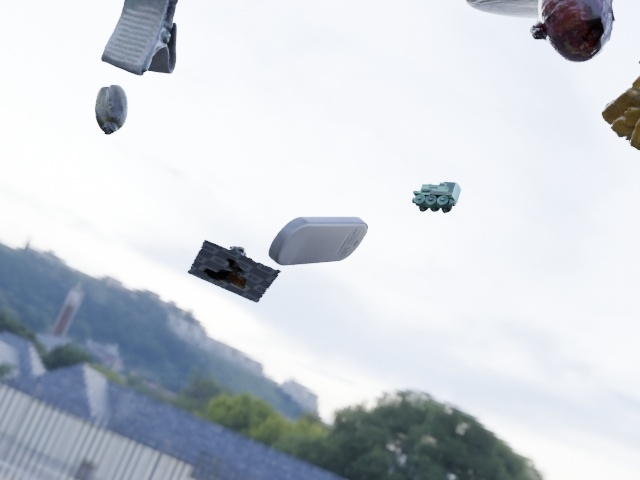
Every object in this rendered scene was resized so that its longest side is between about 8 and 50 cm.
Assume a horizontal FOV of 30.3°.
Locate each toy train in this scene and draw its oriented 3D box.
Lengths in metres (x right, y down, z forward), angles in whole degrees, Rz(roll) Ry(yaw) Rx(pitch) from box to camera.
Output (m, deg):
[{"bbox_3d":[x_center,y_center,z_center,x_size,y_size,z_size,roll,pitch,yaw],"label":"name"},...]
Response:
[{"bbox_3d":[0.199,-0.076,2.047,0.083,0.053,0.033,6,-26,31],"label":"toy train"}]

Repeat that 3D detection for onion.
[{"bbox_3d":[0.283,-0.251,1.332,0.097,0.107,0.107,-15,-24,11],"label":"onion"}]

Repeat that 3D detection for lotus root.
[{"bbox_3d":[-0.335,-0.207,1.890,0.054,0.099,0.049,-13,-33,13],"label":"lotus root"}]

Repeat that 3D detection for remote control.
[{"bbox_3d":[0.000,0.000,1.718,0.022,0.077,0.245,41,19,21],"label":"remote control"}]

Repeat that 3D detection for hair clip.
[{"bbox_3d":[-0.171,-0.276,1.166,0.159,0.218,0.071,17,11,7],"label":"hair clip"}]

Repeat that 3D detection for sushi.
[{"bbox_3d":[-0.143,0.041,1.994,0.139,0.031,0.201,24,-23,-7],"label":"sushi"}]

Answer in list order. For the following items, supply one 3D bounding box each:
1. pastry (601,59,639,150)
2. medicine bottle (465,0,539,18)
[{"bbox_3d":[0.402,-0.175,1.205,0.154,0.102,0.250,39,-52,13],"label":"pastry"},{"bbox_3d":[0.380,-0.522,2.073,0.238,0.232,0.238,5,1,0],"label":"medicine bottle"}]
